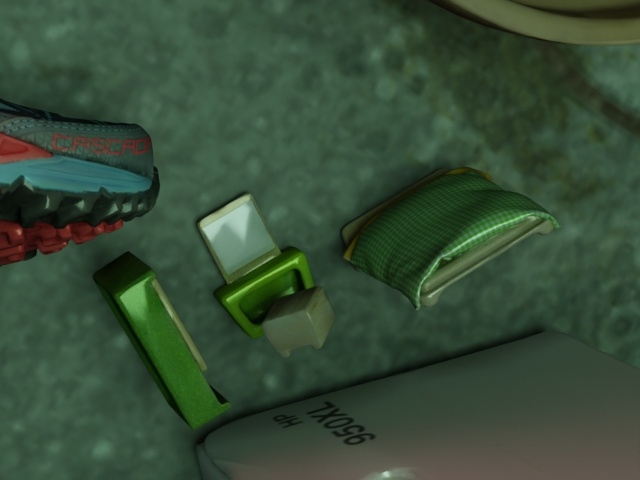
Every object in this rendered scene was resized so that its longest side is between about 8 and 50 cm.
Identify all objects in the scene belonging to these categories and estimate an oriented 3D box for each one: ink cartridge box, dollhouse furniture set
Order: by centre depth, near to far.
[{"bbox_3d":[0.106,0.259,0.533,0.166,0.285,0.395,-16,105,-18],"label":"ink cartridge box"},{"bbox_3d":[0.000,0.000,0.560,0.151,0.076,0.059,-31,109,-11],"label":"dollhouse furniture set"}]

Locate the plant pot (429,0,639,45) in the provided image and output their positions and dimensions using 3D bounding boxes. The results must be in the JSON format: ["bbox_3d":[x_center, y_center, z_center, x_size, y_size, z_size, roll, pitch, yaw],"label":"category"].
[{"bbox_3d":[0.077,-0.187,0.536,0.237,0.110,0.237,-4,100,-20],"label":"plant pot"}]

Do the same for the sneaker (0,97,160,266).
[{"bbox_3d":[-0.161,-0.062,0.474,0.262,0.104,0.125,11,72,-36],"label":"sneaker"}]
